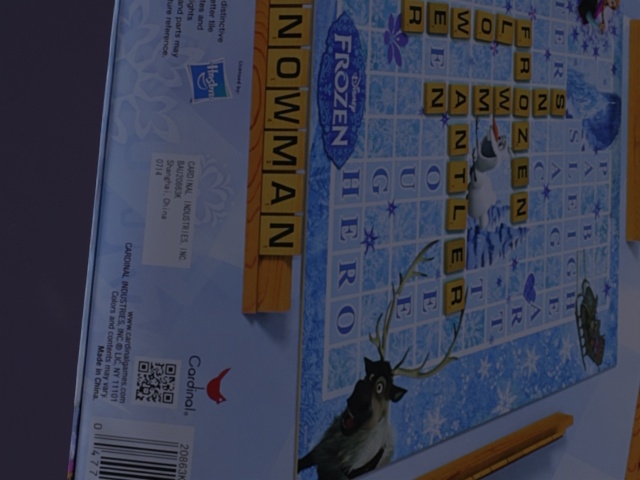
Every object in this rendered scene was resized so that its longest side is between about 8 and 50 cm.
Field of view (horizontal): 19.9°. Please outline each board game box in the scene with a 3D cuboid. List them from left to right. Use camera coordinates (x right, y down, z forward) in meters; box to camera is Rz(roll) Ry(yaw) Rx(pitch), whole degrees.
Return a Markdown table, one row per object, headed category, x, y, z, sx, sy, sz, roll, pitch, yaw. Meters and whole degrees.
| category | x | y | z | sx | sy | sz | roll | pitch | yaw |
| --- | --- | --- | --- | --- | --- | --- | --- | --- | --- |
| board game box | 0.089 | -0.022 | 0.575 | 0.318 | 0.066 | 0.319 | 5 | -92 | 12 |
